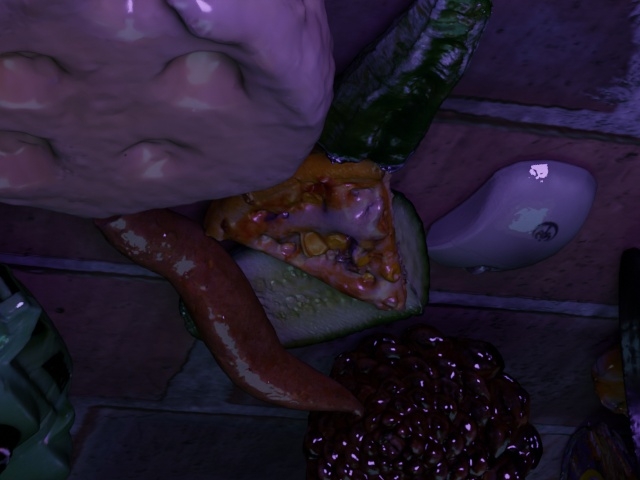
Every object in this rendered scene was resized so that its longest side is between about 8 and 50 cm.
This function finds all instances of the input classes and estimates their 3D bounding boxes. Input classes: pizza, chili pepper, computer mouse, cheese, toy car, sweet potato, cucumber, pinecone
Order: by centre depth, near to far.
[{"bbox_3d":[-0.152,-0.119,1.196,0.326,0.115,0.318,7,155,-19],"label":"cheese"},{"bbox_3d":[0.057,-0.124,1.269,0.088,0.059,0.227,10,152,-12],"label":"chili pepper"},{"bbox_3d":[0.000,0.000,1.478,0.185,0.036,0.176,-11,124,34],"label":"pizza"},{"bbox_3d":[0.146,-0.006,1.535,0.089,0.056,0.182,16,151,-25],"label":"computer mouse"},{"bbox_3d":[-0.073,0.061,1.555,0.281,0.067,0.059,51,172,-28],"label":"sweet potato"},{"bbox_3d":[-0.018,0.026,1.579,0.244,0.063,0.115,-18,119,36],"label":"cucumber"},{"bbox_3d":[-0.293,0.102,1.594,0.176,0.213,0.358,-37,158,-5],"label":"toy car"},{"bbox_3d":[0.094,0.180,1.777,0.221,0.221,0.221,-1,156,0],"label":"pinecone"}]

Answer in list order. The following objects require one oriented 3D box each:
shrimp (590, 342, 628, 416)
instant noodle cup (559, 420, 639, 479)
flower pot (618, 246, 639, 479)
[{"bbox_3d":[0.412,0.131,1.844,0.317,0.062,0.164,7,152,-12],"label":"shrimp"},{"bbox_3d":[0.424,0.341,2.032,0.266,0.339,0.340,-7,157,-10],"label":"instant noodle cup"},{"bbox_3d":[0.426,0.126,1.593,0.330,0.293,0.293,-9,155,1],"label":"flower pot"}]
